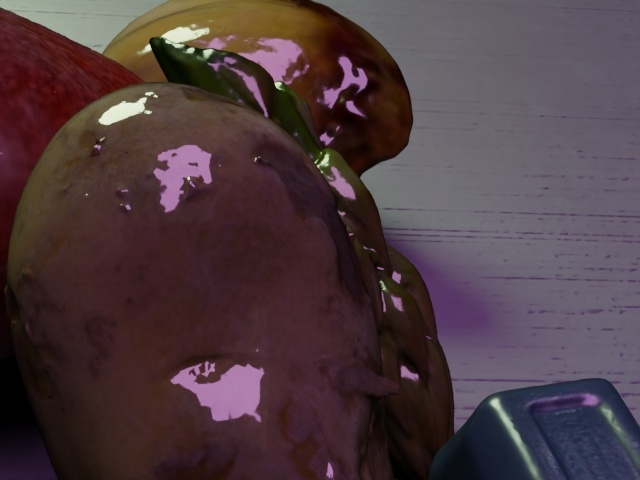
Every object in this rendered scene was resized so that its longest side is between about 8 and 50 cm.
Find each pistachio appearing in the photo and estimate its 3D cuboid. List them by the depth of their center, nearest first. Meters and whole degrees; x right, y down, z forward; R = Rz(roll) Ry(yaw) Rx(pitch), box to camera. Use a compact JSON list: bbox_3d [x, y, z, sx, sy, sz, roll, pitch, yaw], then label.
[{"bbox_3d":[-0.045,-0.072,0.974,0.210,0.130,0.165,4,76,23],"label":"pistachio"}]

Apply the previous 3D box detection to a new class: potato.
[{"bbox_3d":[-0.047,0.061,0.707,0.165,0.165,0.262,-14,81,-28],"label":"potato"}]

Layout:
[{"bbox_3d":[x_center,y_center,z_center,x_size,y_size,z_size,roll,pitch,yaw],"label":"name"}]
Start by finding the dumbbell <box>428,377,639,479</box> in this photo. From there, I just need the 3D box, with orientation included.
[{"bbox_3d":[0.211,0.126,0.728,0.316,0.156,0.143,-5,67,-16],"label":"dumbbell"}]

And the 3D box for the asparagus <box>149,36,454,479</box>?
[{"bbox_3d":[0.000,0.000,0.851,0.080,0.080,0.287,-17,72,-31],"label":"asparagus"}]

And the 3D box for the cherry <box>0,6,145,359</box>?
[{"bbox_3d":[-0.199,-0.023,0.822,0.239,0.206,0.239,22,-3,1],"label":"cherry"}]
